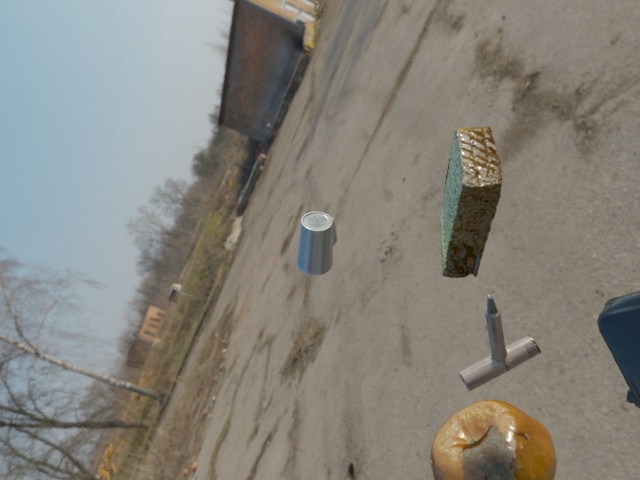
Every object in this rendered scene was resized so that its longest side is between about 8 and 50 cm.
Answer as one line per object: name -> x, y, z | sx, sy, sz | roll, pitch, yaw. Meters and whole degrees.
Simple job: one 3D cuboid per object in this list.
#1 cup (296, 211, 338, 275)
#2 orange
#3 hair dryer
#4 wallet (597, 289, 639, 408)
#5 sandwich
cup -> 0.000, 0.000, 0.996 | 0.104, 0.074, 0.116 | -34, -38, -37
orange -> 0.349, 0.458, 1.008 | 0.249, 0.183, 0.249 | -38, 12, 9
hair dryer -> 0.389, 0.234, 1.167 | 0.195, 0.220, 0.053 | -31, 30, 3
wallet -> 0.347, 0.088, 0.383 | 0.044, 0.149, 0.250 | -24, -3, -38
sandwich -> 0.249, -0.067, 0.853 | 0.214, 0.065, 0.186 | 87, -171, -47
